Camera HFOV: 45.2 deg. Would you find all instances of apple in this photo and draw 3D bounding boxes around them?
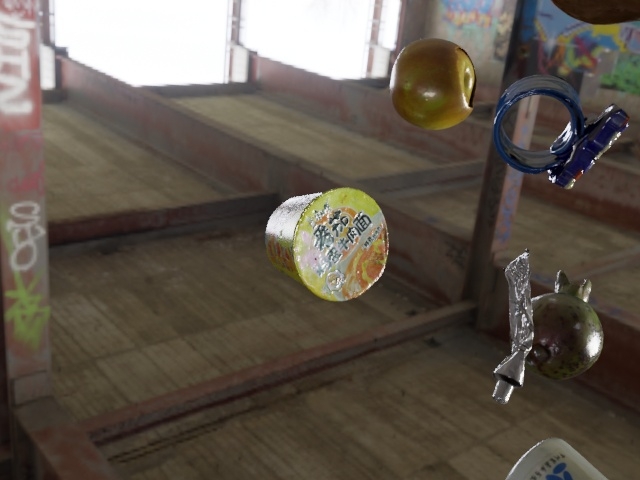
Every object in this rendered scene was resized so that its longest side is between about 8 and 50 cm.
[{"bbox_3d":[0.292,-0.391,1.928,0.207,0.237,0.237,14,-158,25],"label":"apple"}]

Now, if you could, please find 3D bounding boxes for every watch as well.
[{"bbox_3d":[0.426,-0.213,1.428,0.200,0.196,0.171,32,-158,-1],"label":"watch"}]

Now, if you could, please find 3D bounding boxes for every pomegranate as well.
[{"bbox_3d":[0.617,0.227,2.026,0.242,0.242,0.306,10,-151,9],"label":"pomegranate"}]

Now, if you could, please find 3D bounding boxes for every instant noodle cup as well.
[{"bbox_3d":[0.000,0.000,1.810,0.264,0.264,0.200,-7,-170,-31],"label":"instant noodle cup"}]

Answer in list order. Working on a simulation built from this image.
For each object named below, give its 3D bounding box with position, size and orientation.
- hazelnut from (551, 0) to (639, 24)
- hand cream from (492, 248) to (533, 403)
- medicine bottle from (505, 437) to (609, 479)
[{"bbox_3d":[0.440,-0.474,1.036,0.315,0.372,0.372,4,-159,-13],"label":"hazelnut"},{"bbox_3d":[0.321,0.145,1.276,0.050,0.084,0.257,16,-115,-6],"label":"hand cream"},{"bbox_3d":[0.488,0.515,1.403,0.170,0.170,0.293,-10,-143,-36],"label":"medicine bottle"}]
